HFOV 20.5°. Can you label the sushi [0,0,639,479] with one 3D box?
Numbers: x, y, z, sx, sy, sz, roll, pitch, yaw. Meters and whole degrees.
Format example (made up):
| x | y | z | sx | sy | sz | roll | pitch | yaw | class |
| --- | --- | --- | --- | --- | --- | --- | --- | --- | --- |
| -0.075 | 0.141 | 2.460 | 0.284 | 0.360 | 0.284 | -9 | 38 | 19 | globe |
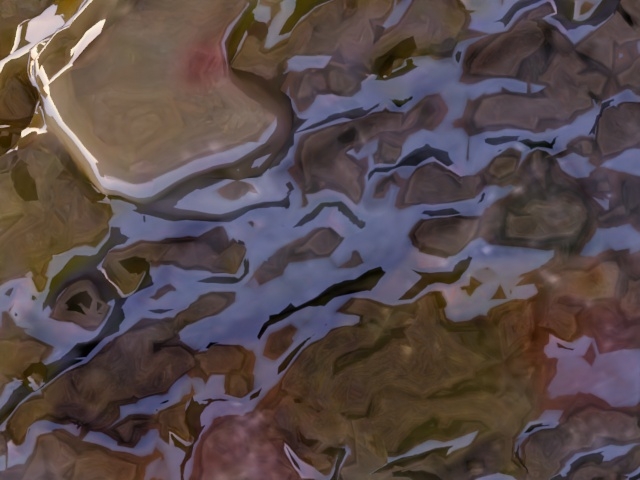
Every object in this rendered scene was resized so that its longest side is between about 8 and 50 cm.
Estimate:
| x | y | z | sx | sy | sz | roll | pitch | yaw | class |
| --- | --- | --- | --- | --- | --- | --- | --- | --- | --- |
| 0.000 | 0.000 | 0.722 | 0.396 | 0.351 | 0.240 | -34 | -146 | 7 | sushi |
